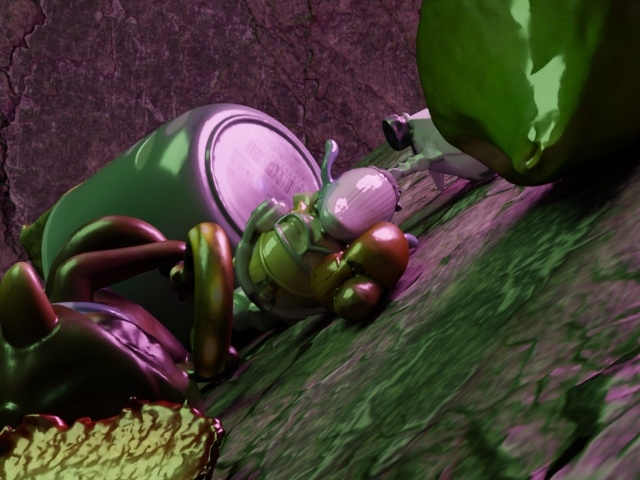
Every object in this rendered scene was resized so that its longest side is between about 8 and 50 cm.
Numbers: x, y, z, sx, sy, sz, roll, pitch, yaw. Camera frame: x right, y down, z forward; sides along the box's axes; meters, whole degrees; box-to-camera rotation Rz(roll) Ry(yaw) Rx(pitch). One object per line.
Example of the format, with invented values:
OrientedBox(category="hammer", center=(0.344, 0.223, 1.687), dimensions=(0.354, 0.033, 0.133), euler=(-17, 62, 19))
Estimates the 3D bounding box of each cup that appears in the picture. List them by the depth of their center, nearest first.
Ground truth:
OrientedBox(category="cup", center=(-0.172, 0.005, 1.389), dimensions=(0.274, 0.259, 0.357), euler=(-31, -3, 38))

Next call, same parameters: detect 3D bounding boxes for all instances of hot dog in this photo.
OrientedBox(category="hot dog", center=(0.036, 0.026, 0.998), dimensions=(0.090, 0.060, 0.140), euler=(-38, -5, 5))

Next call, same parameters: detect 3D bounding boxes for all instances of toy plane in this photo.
OrientedBox(category="toy plane", center=(0.133, -0.104, 1.272), dimensions=(0.251, 0.101, 0.255), euler=(-26, 3, -10))

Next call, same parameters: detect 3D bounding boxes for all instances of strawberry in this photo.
OrientedBox(category="strawberry", center=(-0.149, 0.184, 0.752), dimensions=(0.208, 0.087, 0.167), euler=(-7, 39, 24))

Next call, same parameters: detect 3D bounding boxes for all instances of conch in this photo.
OrientedBox(category="conch", center=(-0.046, 0.053, 1.258), dimensions=(0.180, 0.065, 0.088), euler=(-28, 0, -16))

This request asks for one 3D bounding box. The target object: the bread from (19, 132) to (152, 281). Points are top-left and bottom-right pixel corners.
OrientedBox(category="bread", center=(-0.222, 0.011, 1.712), dimensions=(0.207, 0.279, 0.279), euler=(-31, 5, 46))

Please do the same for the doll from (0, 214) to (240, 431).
OrientedBox(category="doll", center=(-0.186, 0.114, 1.102), dimensions=(0.340, 0.209, 0.318), euler=(-98, 29, -87))

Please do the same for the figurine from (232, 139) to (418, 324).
OrientedBox(category="figurine", center=(0.000, 0.000, 1.141), dimensions=(0.184, 0.128, 0.208), euler=(-41, -3, -14))

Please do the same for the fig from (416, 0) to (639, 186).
OrientedBox(category="fig", center=(0.164, -0.119, 0.853), dimensions=(0.206, 0.206, 0.275), euler=(-35, 19, 20))
